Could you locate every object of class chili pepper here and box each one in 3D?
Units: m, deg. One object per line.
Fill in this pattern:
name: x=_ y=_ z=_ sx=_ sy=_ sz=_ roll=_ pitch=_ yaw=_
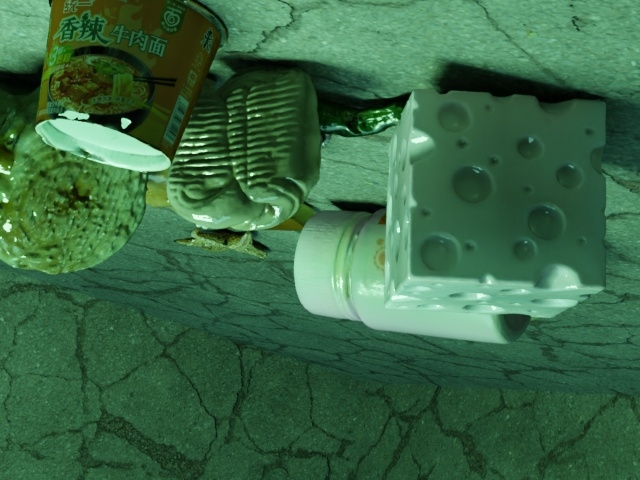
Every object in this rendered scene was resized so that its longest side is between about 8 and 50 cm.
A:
chili pepper: x=0.049 y=-0.168 z=1.597 sx=0.182 sy=0.050 sz=0.073 roll=2 pitch=147 yaw=24

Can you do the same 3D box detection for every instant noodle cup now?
instant noodle cup: x=-0.246 y=-0.198 z=1.461 sx=0.230 sy=0.182 sz=0.230 roll=12 pitch=168 yaw=3

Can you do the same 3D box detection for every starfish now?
starfish: x=-0.205 y=0.005 z=2.560 sx=0.227 sy=0.043 sz=0.241 roll=3 pitch=167 yaw=43

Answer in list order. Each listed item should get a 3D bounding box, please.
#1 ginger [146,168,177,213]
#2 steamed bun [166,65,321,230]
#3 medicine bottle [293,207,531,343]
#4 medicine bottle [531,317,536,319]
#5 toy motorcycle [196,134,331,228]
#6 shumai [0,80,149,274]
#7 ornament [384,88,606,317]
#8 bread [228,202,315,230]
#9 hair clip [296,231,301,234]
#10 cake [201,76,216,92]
ginger: x=-0.254 y=-0.114 z=1.981 sx=0.348 sy=0.122 sz=0.363 roll=-9 pitch=156 yaw=45
steamed bun: x=-0.092 y=-0.112 z=1.565 sx=0.211 sy=0.217 sz=0.144 roll=-8 pitch=162 yaw=15
medicine bottle: x=0.165 y=0.054 z=2.044 sx=0.388 sy=0.219 sz=0.219 roll=4 pitch=164 yaw=32
medicine bottle: x=0.381 y=0.095 z=2.231 sx=0.122 sy=0.121 sz=0.212 roll=14 pitch=167 yaw=-6
toy motorcycle: x=-0.114 y=-0.114 z=1.744 sx=0.260 sy=0.110 sz=0.171 roll=-36 pitch=142 yaw=30
shumai: x=-0.438 y=-0.129 z=1.829 sx=0.263 sy=0.309 sz=0.304 roll=34 pitch=172 yaw=37
ornament: x=0.214 y=-0.039 z=1.504 sx=0.240 sy=0.239 sz=0.239 roll=3 pitch=169 yaw=-3
bread: x=-0.118 y=-0.051 z=2.239 sx=0.226 sy=0.049 sz=0.088 roll=1 pitch=163 yaw=42
hair clip: x=0.000 y=0.000 z=2.391 sx=0.070 sy=0.039 sz=0.229 roll=3 pitch=159 yaw=33
cake: x=-0.187 y=-0.176 z=1.701 sx=0.117 sy=0.086 sz=0.220 roll=11 pitch=166 yaw=17
